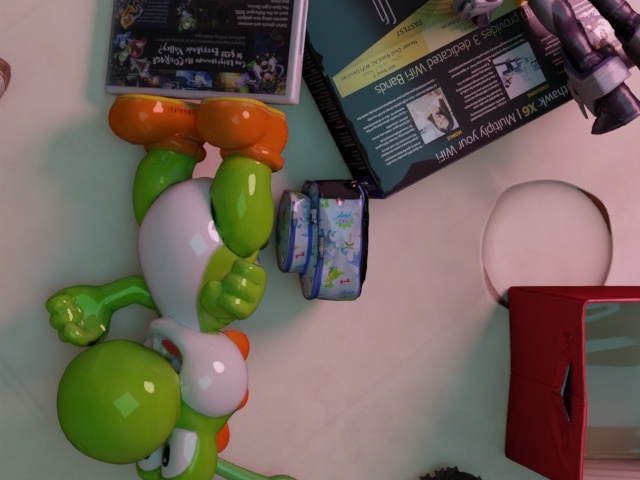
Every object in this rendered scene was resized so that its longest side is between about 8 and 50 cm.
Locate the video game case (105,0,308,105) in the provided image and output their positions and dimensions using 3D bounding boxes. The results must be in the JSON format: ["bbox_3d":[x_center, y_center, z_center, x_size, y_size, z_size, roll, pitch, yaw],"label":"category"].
[{"bbox_3d":[-0.103,-0.215,1.264,0.190,0.022,0.173,5,89,19],"label":"video game case"}]

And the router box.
[{"bbox_3d":[0.129,-0.215,1.339,0.309,0.081,0.243,-28,97,-11],"label":"router box"}]

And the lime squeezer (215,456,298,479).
[{"bbox_3d":[-0.047,0.299,1.327,0.110,0.059,0.310,-26,98,-12],"label":"lime squeezer"}]

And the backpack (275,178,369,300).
[{"bbox_3d":[0.000,0.000,1.305,0.084,0.105,0.114,-2,95,-8],"label":"backpack"}]

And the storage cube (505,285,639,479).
[{"bbox_3d":[0.302,0.139,1.335,0.215,0.193,0.183,0,92,-14],"label":"storage cube"}]

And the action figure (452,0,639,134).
[{"bbox_3d":[0.218,-0.238,1.272,0.185,0.099,0.285,-38,96,-3],"label":"action figure"}]

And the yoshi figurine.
[{"bbox_3d":[-0.143,0.050,1.227,0.203,0.203,0.362,6,90,-9],"label":"yoshi figurine"}]

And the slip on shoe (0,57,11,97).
[{"bbox_3d":[-0.347,-0.170,1.249,0.135,0.051,0.041,21,47,-5],"label":"slip on shoe"}]

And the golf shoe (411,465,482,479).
[{"bbox_3d":[0.082,0.350,1.353,0.273,0.105,0.120,-54,131,-12],"label":"golf shoe"}]
